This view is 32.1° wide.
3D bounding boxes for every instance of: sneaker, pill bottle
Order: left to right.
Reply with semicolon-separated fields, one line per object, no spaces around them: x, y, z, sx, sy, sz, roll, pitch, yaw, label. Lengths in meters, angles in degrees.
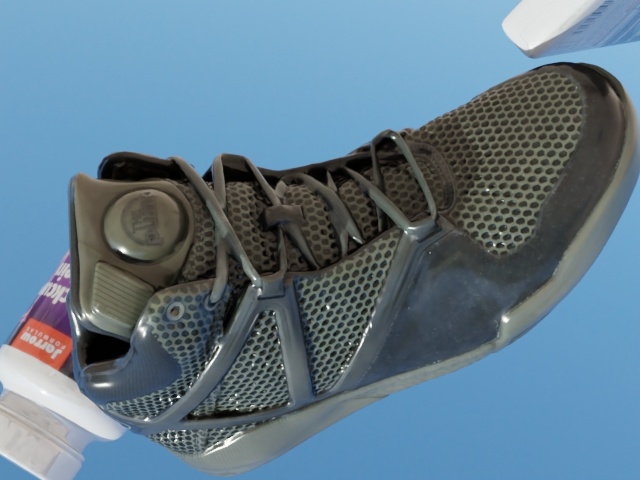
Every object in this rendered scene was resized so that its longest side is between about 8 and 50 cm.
-0.164;0.077;0.802;0.108;0.108;0.193;23;-110;22;pill bottle
0.000;0.000;0.392;0.130;0.228;0.087;36;-151;-49;sneaker

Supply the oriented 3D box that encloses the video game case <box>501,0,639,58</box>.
0.178;-0.153;0.441;0.023;0.201;0.183;51;-148;12;video game case
